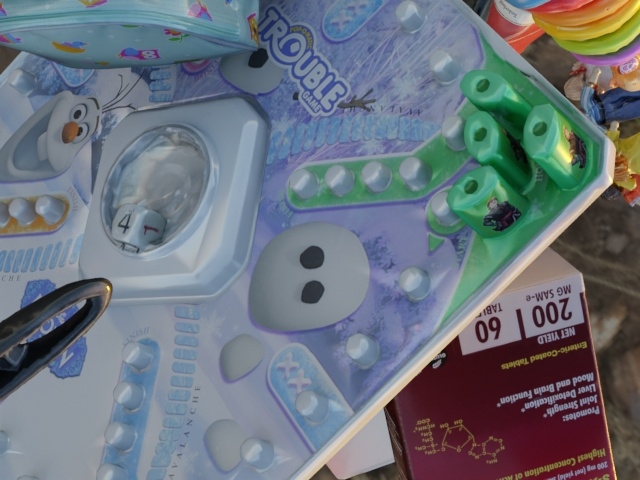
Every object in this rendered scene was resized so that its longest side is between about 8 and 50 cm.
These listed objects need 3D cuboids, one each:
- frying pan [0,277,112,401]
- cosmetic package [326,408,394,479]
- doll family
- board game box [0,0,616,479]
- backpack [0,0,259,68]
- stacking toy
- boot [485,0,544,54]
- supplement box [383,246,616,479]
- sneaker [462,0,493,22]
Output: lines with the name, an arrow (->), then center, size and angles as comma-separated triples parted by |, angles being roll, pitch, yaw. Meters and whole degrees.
frying pan -> -0.227, 0.148, 0.585 | 0.326, 0.053, 0.197 | -18, 133, -20
cosmetic package -> 0.000, 0.000, 1.254 | 0.385, 0.217, 0.156 | 50, 134, -9
doll family -> 0.459, -0.177, 2.123 | 0.163, 0.118, 0.263 | -18, 84, 6
board game box -> -0.094, -0.029, 0.778 | 0.390, 0.390, 0.050 | -45, 141, 10
backpack -> -0.118, -0.168, 0.731 | 0.188, 0.166, 0.144 | 23, 71, -61
stacking toy -> 0.289, -0.245, 1.422 | 0.175, 0.165, 0.302 | -37, 137, 6
boot -> 0.290, -0.309, 1.824 | 0.244, 0.088, 0.176 | -34, 165, -32
supplement box -> 0.114, 0.136, 0.868 | 0.130, 0.073, 0.239 | -15, 107, -5
sneaker -> 0.153, -0.301, 1.976 | 0.130, 0.087, 0.227 | 36, 110, -19
